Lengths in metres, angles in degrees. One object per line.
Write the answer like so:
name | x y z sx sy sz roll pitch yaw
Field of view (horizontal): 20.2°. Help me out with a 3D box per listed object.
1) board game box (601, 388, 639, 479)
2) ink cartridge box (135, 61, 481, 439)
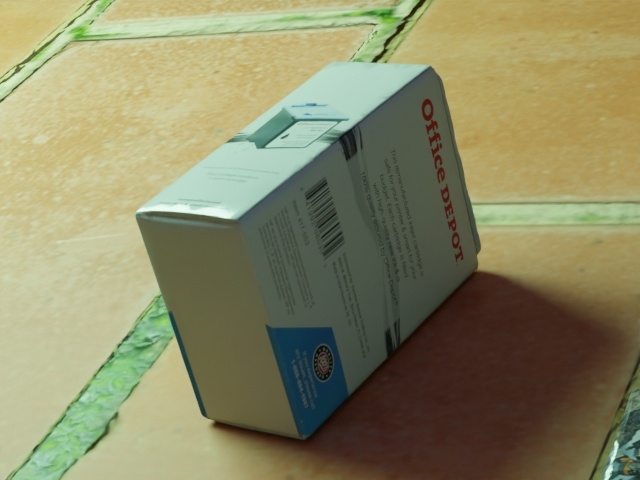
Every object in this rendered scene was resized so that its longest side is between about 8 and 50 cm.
board game box | 0.227 0.174 0.488 0.291 0.232 0.141 -2 31 24
ink cartridge box | 0.000 0.000 1.018 0.082 0.139 0.191 5 33 36
